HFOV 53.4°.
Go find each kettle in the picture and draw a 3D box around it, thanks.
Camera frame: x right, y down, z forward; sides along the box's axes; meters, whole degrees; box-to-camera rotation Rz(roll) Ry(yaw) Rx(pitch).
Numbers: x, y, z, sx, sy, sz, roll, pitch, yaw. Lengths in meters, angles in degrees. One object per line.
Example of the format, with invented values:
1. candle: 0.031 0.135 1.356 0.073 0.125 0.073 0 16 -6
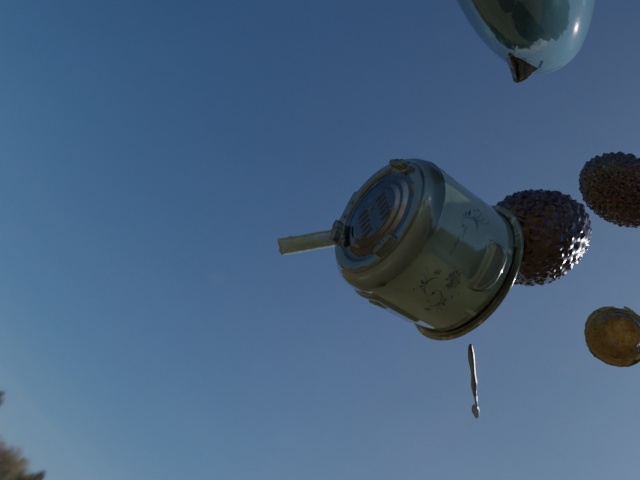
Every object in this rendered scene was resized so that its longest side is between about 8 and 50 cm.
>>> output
1. kettle: 0.398 -0.476 1.152 0.247 0.320 0.342 24 -13 41

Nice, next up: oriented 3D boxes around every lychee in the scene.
1. lychee: 0.398 -0.003 1.206 0.200 0.238 0.200 61 -11 21
2. lychee: 0.271 -0.046 0.565 0.083 0.068 0.067 20 -6 24

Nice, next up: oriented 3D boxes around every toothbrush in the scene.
1. toothbrush: 0.315 0.290 1.311 0.019 0.013 0.193 -126 -158 -60

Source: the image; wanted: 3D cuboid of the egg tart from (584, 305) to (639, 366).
1. egg tart: 0.599 0.191 1.279 0.128 0.129 0.049 36 -5 18

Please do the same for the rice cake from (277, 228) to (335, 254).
1. rice cake: 0.000 0.000 1.203 0.170 0.029 0.033 -9 -32 11

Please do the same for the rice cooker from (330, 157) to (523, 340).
1. rice cooker: 0.189 0.019 1.094 0.316 0.264 0.316 26 -8 4
